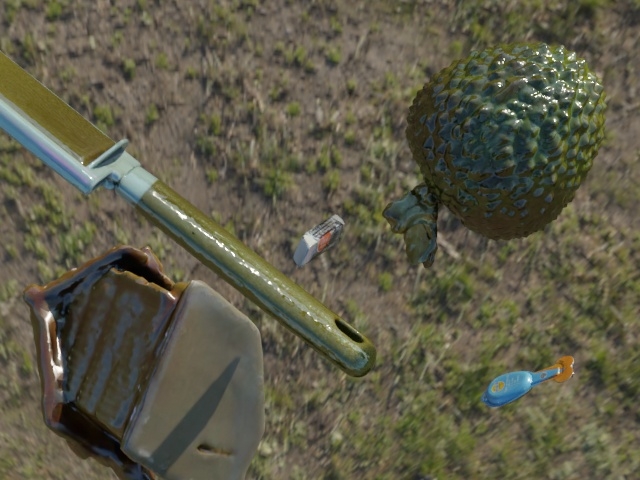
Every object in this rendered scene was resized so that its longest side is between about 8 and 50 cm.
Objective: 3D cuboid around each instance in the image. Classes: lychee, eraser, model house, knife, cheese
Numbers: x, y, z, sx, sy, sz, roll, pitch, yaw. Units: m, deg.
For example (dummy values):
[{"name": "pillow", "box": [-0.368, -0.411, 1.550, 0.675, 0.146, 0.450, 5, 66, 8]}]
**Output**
[{"name": "lychee", "box": [0.233, -0.124, 1.604, 0.320, 0.270, 0.270, -19, 68, 33]}, {"name": "eraser", "box": [0.000, 0.000, 1.094, 0.019, 0.099, 0.027, 29, 112, 14]}, {"name": "model house", "box": [-0.182, 0.133, 1.231, 0.229, 0.199, 0.220, 24, 79, 40]}, {"name": "knife", "box": [-0.109, -0.042, 0.584, 0.343, 0.061, 0.027, 38, 108, -1]}, {"name": "cheese", "box": [0.215, 0.148, 1.257, 0.017, 0.111, 0.047, 49, 34, -26]}]
